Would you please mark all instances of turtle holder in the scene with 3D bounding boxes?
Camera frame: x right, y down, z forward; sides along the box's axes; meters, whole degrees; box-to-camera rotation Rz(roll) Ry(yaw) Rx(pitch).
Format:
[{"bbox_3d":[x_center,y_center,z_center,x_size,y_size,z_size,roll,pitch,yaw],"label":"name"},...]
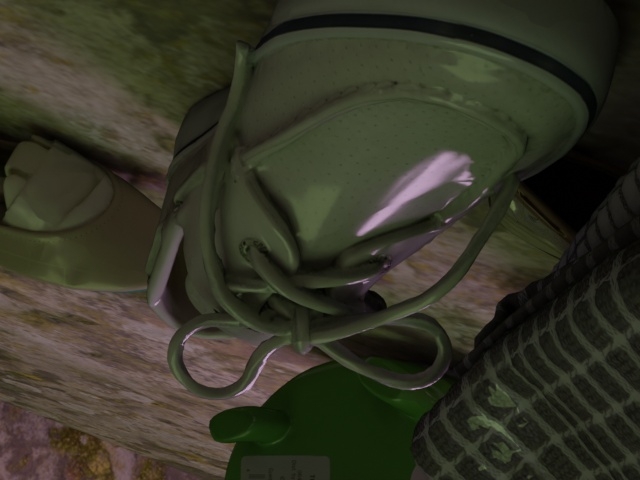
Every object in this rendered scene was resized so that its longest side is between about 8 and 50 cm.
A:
[{"bbox_3d":[0.087,0.198,1.118,0.320,0.243,0.227,-38,153,23],"label":"turtle holder"}]

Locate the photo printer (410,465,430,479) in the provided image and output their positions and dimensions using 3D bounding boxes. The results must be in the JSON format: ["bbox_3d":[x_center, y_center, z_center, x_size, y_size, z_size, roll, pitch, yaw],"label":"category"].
[{"bbox_3d":[0.242,0.152,0.789,0.256,0.107,0.307,-8,-174,-44],"label":"photo printer"}]

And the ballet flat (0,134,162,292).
[{"bbox_3d":[-0.200,-0.034,0.862,0.248,0.086,0.086,15,164,13],"label":"ballet flat"}]

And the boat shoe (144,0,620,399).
[{"bbox_3d":[-0.008,-0.003,0.600,0.136,0.156,0.367,23,164,-18],"label":"boat shoe"}]

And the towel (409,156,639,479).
[{"bbox_3d":[0.172,0.107,0.489,0.284,0.121,0.235,47,162,7],"label":"towel"}]

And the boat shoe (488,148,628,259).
[{"bbox_3d":[0.137,-0.003,0.621,0.135,0.050,0.045,24,161,13],"label":"boat shoe"}]

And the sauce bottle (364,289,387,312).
[{"bbox_3d":[0.001,0.024,0.888,0.042,0.042,0.128,5,158,38],"label":"sauce bottle"}]
